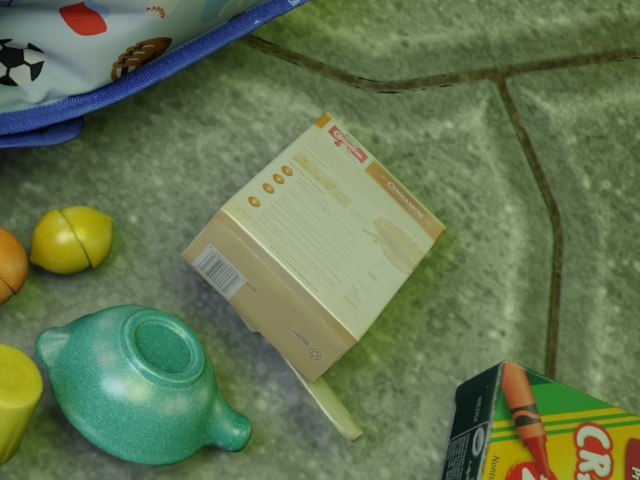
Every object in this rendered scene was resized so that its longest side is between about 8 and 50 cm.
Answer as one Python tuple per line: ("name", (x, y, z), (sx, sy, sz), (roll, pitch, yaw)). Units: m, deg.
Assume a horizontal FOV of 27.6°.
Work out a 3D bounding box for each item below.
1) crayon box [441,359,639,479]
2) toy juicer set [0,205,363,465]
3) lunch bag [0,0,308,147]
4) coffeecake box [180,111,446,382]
("crayon box", (0.249, 0.251, 1.063), (0.318, 0.081, 0.202), (23, 60, -14))
("toy juicer set", (-0.144, 0.074, 0.972), (0.329, 0.089, 0.209), (8, 45, -37))
("lunch bag", (-0.226, -0.253, 0.933), (0.385, 0.239, 0.328), (-35, 65, -29))
("coffeecake box", (0.000, 0.000, 1.037), (0.142, 0.068, 0.185), (44, 39, -1))
